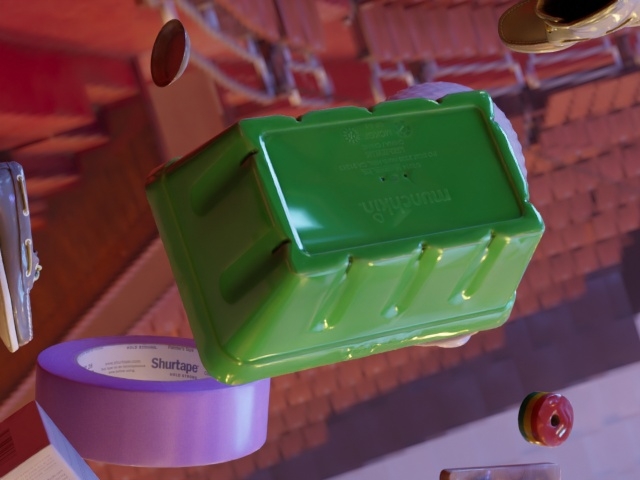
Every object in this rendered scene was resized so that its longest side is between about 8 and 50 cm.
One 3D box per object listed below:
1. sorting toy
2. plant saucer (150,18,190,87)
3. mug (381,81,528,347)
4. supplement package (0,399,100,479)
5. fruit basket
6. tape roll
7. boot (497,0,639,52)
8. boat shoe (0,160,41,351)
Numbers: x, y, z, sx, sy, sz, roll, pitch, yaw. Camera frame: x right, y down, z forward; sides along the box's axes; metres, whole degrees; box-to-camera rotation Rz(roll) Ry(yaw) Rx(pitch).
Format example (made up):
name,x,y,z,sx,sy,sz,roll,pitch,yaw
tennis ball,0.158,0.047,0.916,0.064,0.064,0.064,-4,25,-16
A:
name,x,y,z,sx,sy,sz,roll,pitch,yaw
sorting toy,0.158,0.264,1.212,0.132,0.274,0.046,4,179,-38
plant saucer,-0.176,-0.221,1.746,0.015,0.083,0.083,11,164,-34
mug,0.159,-0.024,2.022,0.276,0.374,0.328,-5,-147,19
supplement package,-0.255,0.263,1.391,0.105,0.179,0.105,-36,-155,-6
fruit basket,0.000,0.000,1.540,0.392,0.282,0.392,-18,161,-6
tape roll,-0.198,0.185,1.733,0.275,0.090,0.275,3,-171,0
boot,0.273,-0.263,1.669,0.213,0.077,0.165,-8,-179,33
boat shoe,-0.484,0.026,2.289,0.091,0.304,0.109,-19,-157,-29
